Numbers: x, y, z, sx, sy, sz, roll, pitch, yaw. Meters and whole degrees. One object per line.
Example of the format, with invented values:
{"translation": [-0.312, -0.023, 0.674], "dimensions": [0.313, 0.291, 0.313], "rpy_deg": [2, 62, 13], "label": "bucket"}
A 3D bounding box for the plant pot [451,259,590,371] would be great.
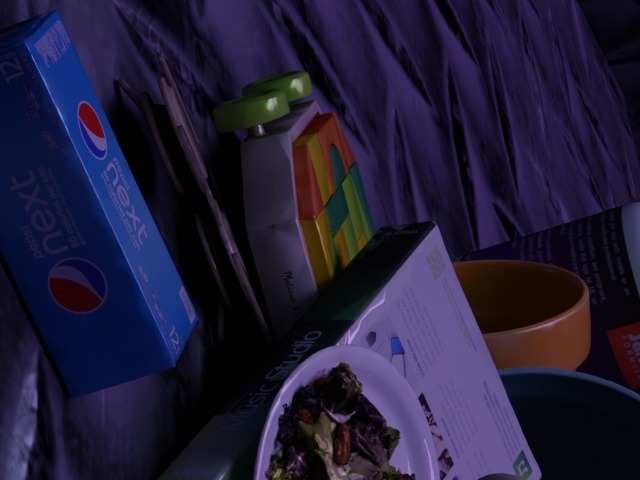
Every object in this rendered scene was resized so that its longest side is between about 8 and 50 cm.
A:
{"translation": [0.140, 0.137, 1.696], "dimensions": [0.205, 0.205, 0.188], "rpy_deg": [-57, 143, -69], "label": "plant pot"}

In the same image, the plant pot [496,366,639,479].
{"translation": [0.170, 0.277, 1.539], "dimensions": [0.196, 0.293, 0.293], "rpy_deg": [96, -8, -52], "label": "plant pot"}

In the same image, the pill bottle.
{"translation": [0.248, 0.073, 1.846], "dimensions": [0.181, 0.323, 0.181], "rpy_deg": [-18, 90, -73], "label": "pill bottle"}

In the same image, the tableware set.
{"translation": [-0.091, -0.026, 1.356], "dimensions": [0.128, 0.039, 0.194], "rpy_deg": [-110, 179, -57], "label": "tableware set"}

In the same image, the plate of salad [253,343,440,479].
{"translation": [0.028, 0.165, 1.228], "dimensions": [0.200, 0.048, 0.199], "rpy_deg": [9, 79, -51], "label": "plate of salad"}

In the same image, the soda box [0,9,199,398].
{"translation": [-0.148, -0.020, 1.110], "dimensions": [0.067, 0.071, 0.210], "rpy_deg": [-68, 137, -66], "label": "soda box"}

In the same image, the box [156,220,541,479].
{"translation": [0.030, 0.167, 1.317], "dimensions": [0.322, 0.058, 0.232], "rpy_deg": [-48, 122, -46], "label": "box"}

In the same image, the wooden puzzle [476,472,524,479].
{"translation": [0.062, 0.348, 1.108], "dimensions": [0.322, 0.081, 0.347], "rpy_deg": [-98, -160, -68], "label": "wooden puzzle"}

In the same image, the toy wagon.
{"translation": [0.000, 0.000, 1.517], "dimensions": [0.344, 0.068, 0.267], "rpy_deg": [-56, 132, -75], "label": "toy wagon"}
